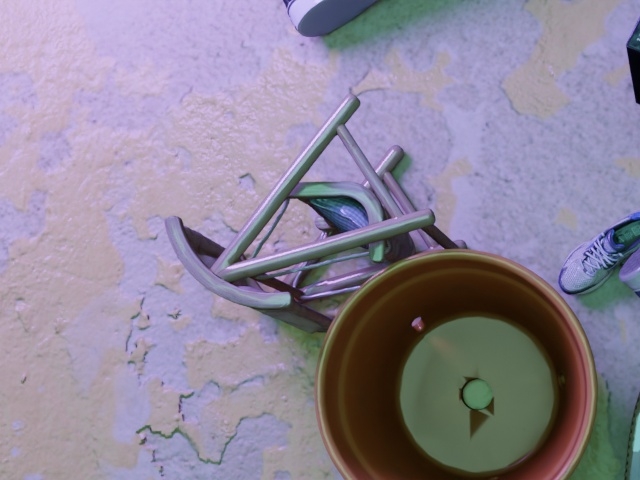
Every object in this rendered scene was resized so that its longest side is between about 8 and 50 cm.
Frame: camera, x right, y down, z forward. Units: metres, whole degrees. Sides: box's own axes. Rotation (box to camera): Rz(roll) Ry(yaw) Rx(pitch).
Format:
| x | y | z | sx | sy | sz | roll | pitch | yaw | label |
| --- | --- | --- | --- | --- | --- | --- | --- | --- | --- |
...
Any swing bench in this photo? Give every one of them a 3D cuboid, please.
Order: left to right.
| x | y | z | sx | sy | sz | roll | pitch | yaw | label |
| --- | --- | --- | --- | --- | --- | --- | --- | --- | --- |
| 0.000 | 0.000 | 1.668 | 0.255 | 0.253 | 0.165 | -34 | 75 | 7 | swing bench |

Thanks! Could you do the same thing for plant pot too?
| x | y | z | sx | sy | sz | roll | pitch | yaw | label |
| --- | --- | --- | --- | --- | --- | --- | --- | --- | --- |
| 0.156 | 0.164 | 1.633 | 0.291 | 0.203 | 0.290 | -2 | 82 | 12 | plant pot |

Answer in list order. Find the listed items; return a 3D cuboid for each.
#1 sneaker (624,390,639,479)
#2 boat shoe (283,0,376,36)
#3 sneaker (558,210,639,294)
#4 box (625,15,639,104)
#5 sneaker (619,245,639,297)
| x | y | z | sx | sy | sz | roll | pitch | yaw | label |
| --- | --- | --- | --- | --- | --- | --- | --- | --- | --- |
| 0.401 | 0.287 | 1.610 | 0.153 | 0.099 | 0.282 | 4 | 90 | 19 | sneaker |
| 0.081 | -0.361 | 1.774 | 0.306 | 0.113 | 0.105 | -33 | 70 | 23 | boat shoe |
| 0.319 | 0.009 | 1.690 | 0.135 | 0.058 | 0.052 | -40 | 75 | 6 | sneaker |
| 0.408 | -0.234 | 1.595 | 0.103 | 0.261 | 0.184 | 28 | 89 | 16 | box |
| 0.447 | 0.020 | 1.648 | 0.163 | 0.086 | 0.226 | 45 | 72 | -5 | sneaker |
